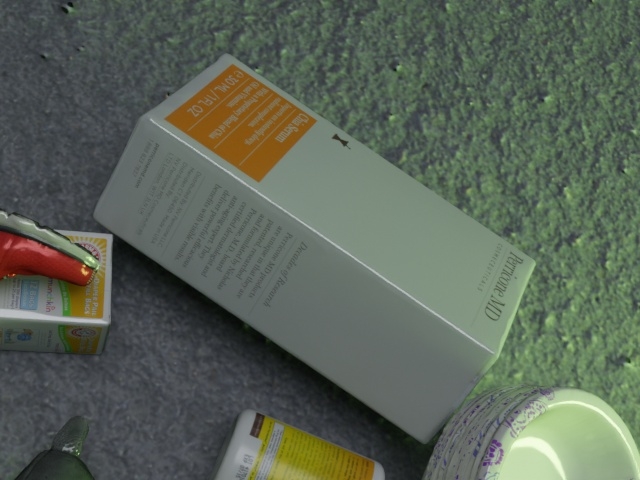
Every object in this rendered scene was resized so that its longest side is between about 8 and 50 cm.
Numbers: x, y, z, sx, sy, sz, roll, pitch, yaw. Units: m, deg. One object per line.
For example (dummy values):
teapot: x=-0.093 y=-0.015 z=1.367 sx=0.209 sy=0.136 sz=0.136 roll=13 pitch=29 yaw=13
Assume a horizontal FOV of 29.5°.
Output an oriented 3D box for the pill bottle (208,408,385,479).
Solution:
pill bottle: x=-0.010 y=0.275 z=1.328 sx=0.215 sy=0.117 sz=0.117 roll=23 pitch=61 yaw=-4

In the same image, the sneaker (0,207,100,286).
sneaker: x=-0.370 y=0.024 z=1.255 sx=0.278 sy=0.107 sz=0.118 roll=11 pitch=81 yaw=-7

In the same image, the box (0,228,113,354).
box: x=-0.335 y=0.054 z=1.349 sx=0.203 sy=0.103 sz=0.114 roll=5 pitch=64 yaw=-13

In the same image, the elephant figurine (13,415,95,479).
elephant figurine: x=-0.240 y=0.344 z=1.229 sx=0.239 sy=0.186 sz=0.169 roll=43 pitch=18 yaw=-5

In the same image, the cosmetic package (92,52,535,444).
cosmetic package: x=0.000 y=0.000 z=1.391 sx=0.453 sy=0.161 sz=0.230 roll=34 pitch=33 yaw=1

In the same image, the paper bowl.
paper bowl: x=0.217 y=0.299 z=1.326 sx=0.284 sy=0.148 sz=0.284 roll=3 pitch=85 yaw=-40
